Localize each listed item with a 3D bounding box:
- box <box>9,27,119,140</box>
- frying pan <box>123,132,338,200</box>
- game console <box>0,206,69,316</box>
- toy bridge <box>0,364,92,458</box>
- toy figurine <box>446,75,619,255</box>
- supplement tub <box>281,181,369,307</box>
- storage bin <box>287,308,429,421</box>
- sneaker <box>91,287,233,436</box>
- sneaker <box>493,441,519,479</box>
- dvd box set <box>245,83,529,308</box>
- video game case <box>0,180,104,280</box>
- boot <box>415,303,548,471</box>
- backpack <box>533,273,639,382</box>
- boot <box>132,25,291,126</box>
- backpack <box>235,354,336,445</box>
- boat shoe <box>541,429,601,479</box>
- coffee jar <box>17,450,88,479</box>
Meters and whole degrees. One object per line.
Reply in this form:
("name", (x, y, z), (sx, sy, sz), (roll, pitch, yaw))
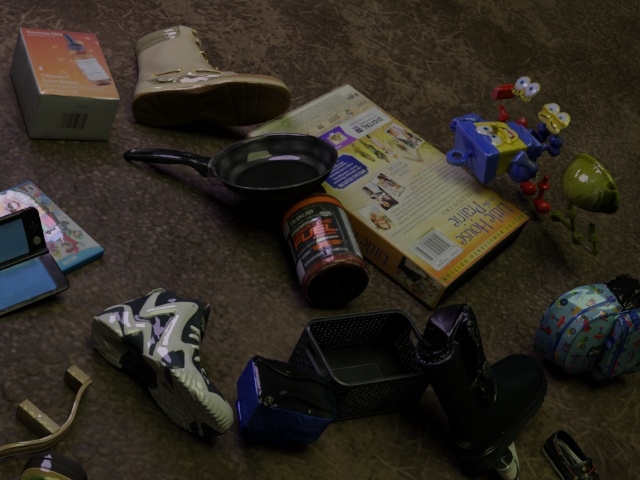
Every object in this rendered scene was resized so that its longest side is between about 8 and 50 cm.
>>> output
("box", (-0.408, -0.248, 1.936), (0.130, 0.091, 0.170), (-1, 46, -29))
("frying pan", (-0.133, -0.104, 1.886), (0.326, 0.053, 0.197), (-10, 30, -8))
("game console", (-0.411, 0.028, 1.627), (0.122, 0.107, 0.071), (-23, 30, -32))
("toy bridge", (-0.344, 0.222, 1.489), (0.063, 0.026, 0.188), (37, 40, 12))
("toy figurine", (0.321, -0.121, 2.107), (0.217, 0.191, 0.362), (-9, 43, -24))
("supplement tub", (0.000, 0.000, 1.866), (0.106, 0.106, 0.198), (3, 43, -25))
("storage bin", (0.060, 0.174, 1.717), (0.180, 0.084, 0.122), (-4, 47, -33))
("sneaker", (-0.172, 0.145, 1.614), (0.235, 0.094, 0.153), (32, 46, 24))
("sneaker", (0.259, 0.303, 1.723), (0.109, 0.040, 0.044), (-79, 146, -61))
("dvd box set", (0.113, -0.088, 2.062), (0.420, 0.062, 0.307), (38, 40, 15))
("video game case", (-0.405, -0.013, 1.732), (0.166, 0.015, 0.119), (41, 41, 18))
("boot", (0.230, 0.172, 1.714), (0.094, 0.207, 0.246), (-4, 28, 35))
("backpack", (0.426, 0.143, 1.892), (0.173, 0.158, 0.117), (-6, 41, -30))
("boot", (-0.188, -0.283, 2.069), (0.261, 0.095, 0.203), (-5, 42, -5))
("backpack", (-0.046, 0.215, 1.599), (0.120, 0.101, 0.098), (13, 42, -22))
("boat shoe", (0.371, 0.330, 1.744), (0.049, 0.042, 0.133), (-12, 53, -40))
("coffee jar", (-0.319, 0.323, 1.333), (0.079, 0.096, 0.184), (24, 38, -6))
